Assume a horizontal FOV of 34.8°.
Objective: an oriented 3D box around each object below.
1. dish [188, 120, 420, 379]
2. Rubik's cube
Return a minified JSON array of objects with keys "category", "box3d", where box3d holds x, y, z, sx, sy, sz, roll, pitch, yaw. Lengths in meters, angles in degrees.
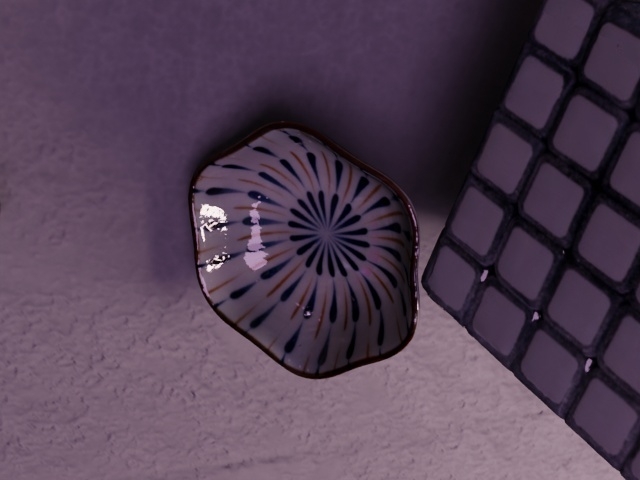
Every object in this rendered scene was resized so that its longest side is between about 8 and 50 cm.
[{"category":"dish","box3d":[0.000,0.000,0.714,0.190,0.066,0.191,12,117,25]},{"category":"Rubik's cube","box3d":[0.247,-0.009,0.628,0.237,0.237,0.238,-6,125,-38]}]
